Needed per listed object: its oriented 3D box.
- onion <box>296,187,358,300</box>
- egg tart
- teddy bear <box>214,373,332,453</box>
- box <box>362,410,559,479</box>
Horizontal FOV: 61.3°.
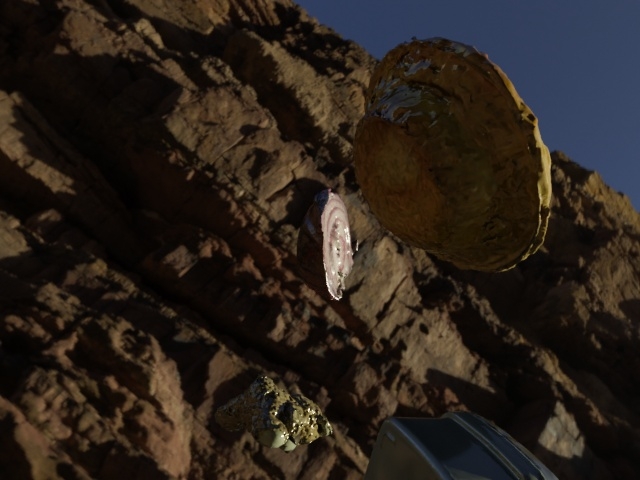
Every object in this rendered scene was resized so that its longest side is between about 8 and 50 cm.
[{"bbox_3d":[0.000,0.000,1.487,0.146,0.314,0.279,-7,-77,20],"label":"onion"},{"bbox_3d":[0.187,-0.119,0.928,0.443,0.178,0.443,48,-25,32],"label":"egg tart"},{"bbox_3d":[-0.103,0.453,1.382,0.267,0.156,0.256,-4,-33,47],"label":"teddy bear"},{"bbox_3d":[0.108,0.269,0.489,0.129,0.148,0.210,12,-81,-25],"label":"box"}]
